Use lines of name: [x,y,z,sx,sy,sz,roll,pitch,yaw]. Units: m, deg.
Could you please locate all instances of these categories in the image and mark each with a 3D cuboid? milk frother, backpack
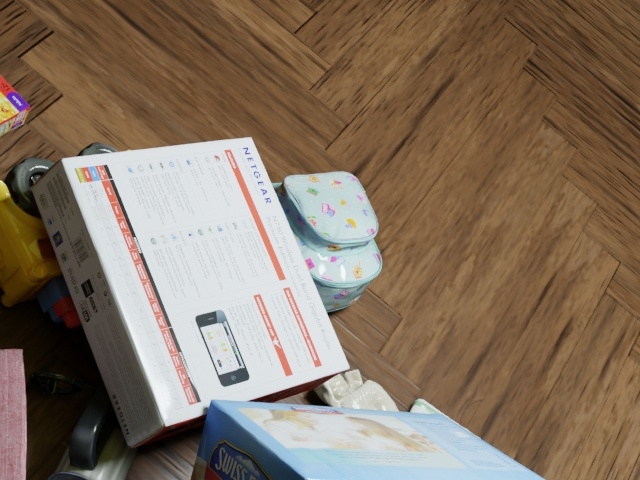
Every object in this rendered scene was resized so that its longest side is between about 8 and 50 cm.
milk frother: [-0.289,0.229,1.480,0.143,0.129,0.135,0,44,23]
backpack: [0.000,0.000,1.766,0.165,0.144,0.188,-6,65,-39]

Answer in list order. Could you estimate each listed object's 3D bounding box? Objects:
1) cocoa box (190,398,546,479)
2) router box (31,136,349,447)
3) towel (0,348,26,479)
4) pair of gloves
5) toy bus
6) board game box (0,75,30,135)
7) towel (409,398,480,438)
cocoa box: [0.044,0.328,1.419,0.347,0.228,0.231,9,10,-33]
router box: [-0.152,0.050,1.528,0.301,0.082,0.336,-10,73,-45]
towel: [-0.480,0.206,1.334,0.328,0.037,0.237,2,39,-15]
pair of gloves: [0.018,0.275,1.634,0.240,0.042,0.204,-18,68,-33]
toy bus: [-0.312,0.004,1.587,0.220,0.149,0.211,-21,79,-41]
board game box: [-0.506,-0.176,1.660,0.147,0.045,0.193,45,48,5]
towel: [0.149,0.302,1.721,0.113,0.023,0.152,34,50,-2]
